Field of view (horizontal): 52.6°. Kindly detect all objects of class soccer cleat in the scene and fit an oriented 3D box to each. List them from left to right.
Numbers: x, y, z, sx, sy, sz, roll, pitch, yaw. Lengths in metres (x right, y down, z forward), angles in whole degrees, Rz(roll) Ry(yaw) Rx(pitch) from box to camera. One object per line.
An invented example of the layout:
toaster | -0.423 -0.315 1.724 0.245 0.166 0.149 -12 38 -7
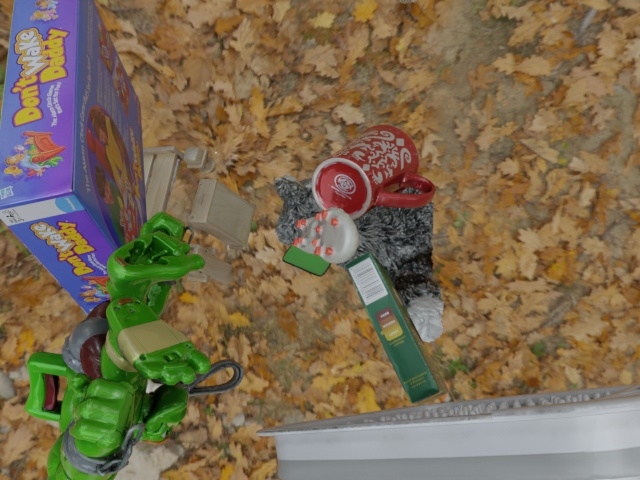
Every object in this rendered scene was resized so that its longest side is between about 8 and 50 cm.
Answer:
soccer cleat | 0.022 -0.005 0.825 0.076 0.196 0.068 11 89 -16

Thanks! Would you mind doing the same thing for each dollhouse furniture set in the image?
dollhouse furniture set | -0.357 -0.049 1.538 0.356 0.174 0.303 2 72 28

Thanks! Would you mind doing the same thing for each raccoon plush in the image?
raccoon plush | 0.052 -0.004 1.183 0.299 0.446 0.216 5 108 -2

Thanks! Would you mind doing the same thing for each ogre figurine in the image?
ogre figurine | -0.122 0.072 0.392 0.097 0.197 0.118 11 122 -33

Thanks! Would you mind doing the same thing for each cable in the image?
cable | -0.286 0.302 1.296 0.287 0.072 0.139 5 82 -25

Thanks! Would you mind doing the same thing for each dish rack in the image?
dish rack | 0.145 0.162 0.522 0.285 0.333 0.072 7 71 -47

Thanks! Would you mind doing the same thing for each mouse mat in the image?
mouse mat | 0.000 0.000 1.693 0.189 0.153 0.007 -54 138 -17

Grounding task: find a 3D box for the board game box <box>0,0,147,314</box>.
board game box | -0.283 -0.117 0.775 0.078 0.233 0.347 -12 57 -1

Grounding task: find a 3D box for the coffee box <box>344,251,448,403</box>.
coffee box | 0.094 0.110 0.795 0.040 0.113 0.184 -28 72 7

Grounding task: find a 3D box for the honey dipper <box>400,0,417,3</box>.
honey dipper | 0.223 -0.509 1.329 0.030 0.161 0.030 -9 106 -33

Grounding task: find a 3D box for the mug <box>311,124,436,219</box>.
mug | 0.080 -0.098 0.940 0.150 0.169 0.113 1 110 28
